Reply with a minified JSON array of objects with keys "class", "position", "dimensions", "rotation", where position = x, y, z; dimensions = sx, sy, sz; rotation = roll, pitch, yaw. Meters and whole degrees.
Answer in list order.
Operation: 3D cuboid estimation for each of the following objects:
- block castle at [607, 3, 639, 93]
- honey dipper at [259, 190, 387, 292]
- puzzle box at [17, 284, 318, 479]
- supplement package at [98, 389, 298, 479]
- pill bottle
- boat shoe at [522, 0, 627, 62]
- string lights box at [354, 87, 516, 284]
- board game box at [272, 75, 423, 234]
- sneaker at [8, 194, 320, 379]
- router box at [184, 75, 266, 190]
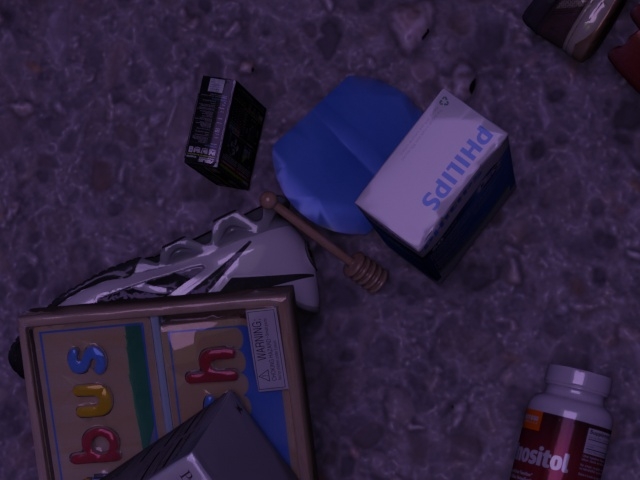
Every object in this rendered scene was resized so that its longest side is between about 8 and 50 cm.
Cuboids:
[{"class":"block castle","position":[0.492,-0.271,1.461],"dimensions":[0.453,0.303,0.213],"rotation":[-32,85,4]},{"class":"honey dipper","position":[0.000,0.000,1.589],"dimensions":[0.161,0.030,0.030],"rotation":[35,88,-24]},{"class":"puzzle box","position":[-0.137,0.254,1.547],"dimensions":[0.272,0.052,0.408],"rotation":[-6,99,9]},{"class":"supplement package","position":[-0.143,0.307,1.427],"dimensions":[0.263,0.198,0.199],"rotation":[-35,94,12]},{"class":"pill bottle","position":[0.235,0.201,1.539],"dimensions":[0.086,0.086,0.152],"rotation":[13,83,11]},{"class":"boat shoe","position":[0.300,-0.322,1.600],"dimensions":[0.092,0.103,0.285],"rotation":[28,93,7]},{"class":"string lights box","position":[0.116,-0.044,1.505],"dimensions":[0.077,0.259,0.133],"rotation":[38,88,12]},{"class":"board game box","position":[0.035,-0.083,1.632],"dimensions":[0.169,0.033,0.133],"rotation":[-44,85,-13]},{"class":"sneaker","position":[-0.154,0.089,1.599],"dimensions":[0.331,0.122,0.146],"rotation":[-26,77,5]},{"class":"router box","position":[-0.096,-0.108,1.619],"dimensions":[0.038,0.122,0.092],"rotation":[9,82,15]}]
